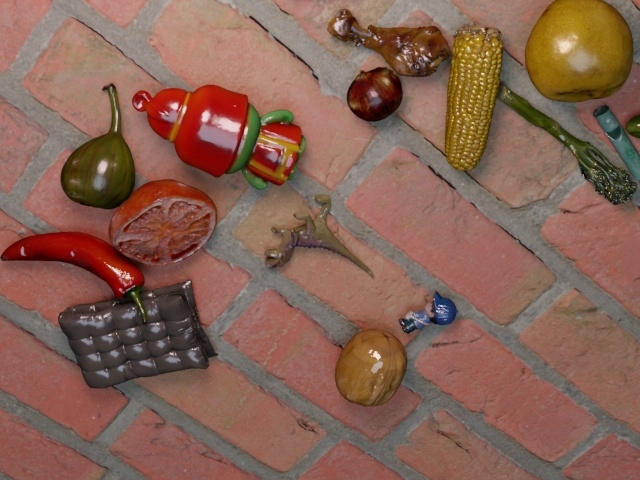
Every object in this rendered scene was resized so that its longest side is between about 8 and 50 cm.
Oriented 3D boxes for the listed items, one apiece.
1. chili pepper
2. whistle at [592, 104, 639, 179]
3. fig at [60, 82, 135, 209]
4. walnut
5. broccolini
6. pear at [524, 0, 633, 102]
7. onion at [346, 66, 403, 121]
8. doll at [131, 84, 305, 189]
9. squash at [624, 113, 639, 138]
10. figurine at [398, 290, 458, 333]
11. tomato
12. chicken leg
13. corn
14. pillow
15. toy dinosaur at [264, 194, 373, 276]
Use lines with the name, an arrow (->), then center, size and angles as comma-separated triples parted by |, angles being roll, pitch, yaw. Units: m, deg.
chili pepper -> -0.528, 0.056, 1.871 | 0.368, 0.092, 0.137 | 23, 93, 7
whistle -> 0.647, -0.208, 1.784 | 0.039, 0.039, 0.186 | -34, 113, 16
fig -> -0.449, -0.193, 1.761 | 0.151, 0.151, 0.259 | 19, 88, -10
walnut -> 0.121, 0.302, 1.975 | 0.165, 0.165, 0.197 | 12, 116, -6
broccolini -> 0.521, -0.196, 1.767 | 0.392, 0.074, 0.079 | 31, 106, -17
pear -> 0.500, -0.375, 1.613 | 0.208, 0.209, 0.209 | 0, 117, 0
onion -> 0.111, -0.298, 1.699 | 0.117, 0.119, 0.118 | -38, 111, 22
doll -> -0.211, -0.223, 1.702 | 0.363, 0.160, 0.183 | 21, 116, -10
squash -> 0.776, -0.244, 1.750 | 0.258, 0.069, 0.069 | -2, 117, 1
figurine -> 0.256, 0.182, 1.961 | 0.136, 0.079, 0.077 | -39, 152, 13
tomato -> -0.346, -0.047, 1.796 | 0.236, 0.095, 0.237 | -20, 146, -14
chicken leg -> 0.137, -0.398, 1.665 | 0.251, 0.087, 0.107 | 19, 80, -2
corn -> 0.311, -0.288, 1.704 | 0.106, 0.106, 0.305 | 2, 118, -1
pillow -> -0.432, 0.225, 1.965 | 0.326, 0.101, 0.228 | -10, 118, 7
toy dinosaur -> -0.002, -0.003, 1.881 | 0.251, 0.072, 0.200 | -5, 128, -11
